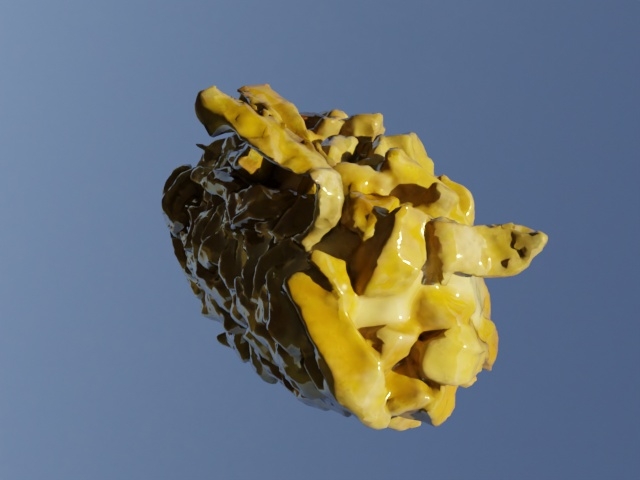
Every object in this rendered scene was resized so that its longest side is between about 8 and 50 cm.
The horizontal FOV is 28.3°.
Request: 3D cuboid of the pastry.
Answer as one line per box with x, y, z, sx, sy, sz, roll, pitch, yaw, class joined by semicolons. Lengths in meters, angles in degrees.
0.000;0.000;0.563;0.250;0.102;0.154;-175;-112;-72;pastry
